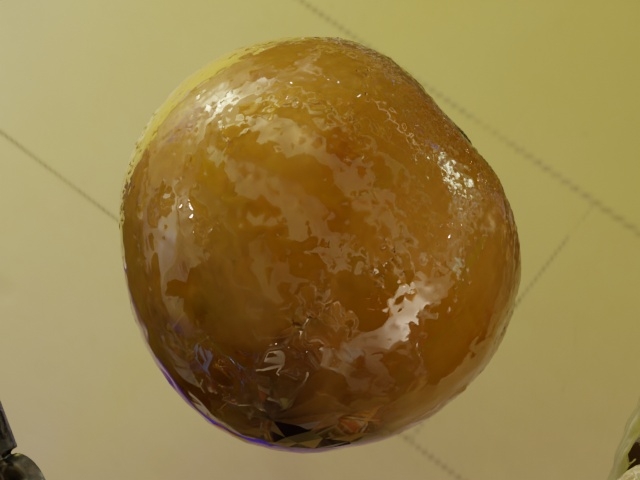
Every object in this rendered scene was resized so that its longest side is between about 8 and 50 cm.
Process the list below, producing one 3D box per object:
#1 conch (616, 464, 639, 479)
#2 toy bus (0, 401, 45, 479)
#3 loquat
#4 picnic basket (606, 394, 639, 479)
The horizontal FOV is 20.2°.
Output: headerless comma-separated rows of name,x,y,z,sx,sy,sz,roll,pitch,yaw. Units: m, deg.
conch,0.175,0.194,0.662,0.263,0.186,0.324,14,110,-23
toy bus,-0.313,0.115,1.311,0.125,0.133,0.292,-25,98,-42
loquat,0.000,0.000,1.112,0.263,0.263,0.263,-2,70,5
picnic basket,0.334,0.132,1.027,0.254,0.321,0.291,36,62,-20
